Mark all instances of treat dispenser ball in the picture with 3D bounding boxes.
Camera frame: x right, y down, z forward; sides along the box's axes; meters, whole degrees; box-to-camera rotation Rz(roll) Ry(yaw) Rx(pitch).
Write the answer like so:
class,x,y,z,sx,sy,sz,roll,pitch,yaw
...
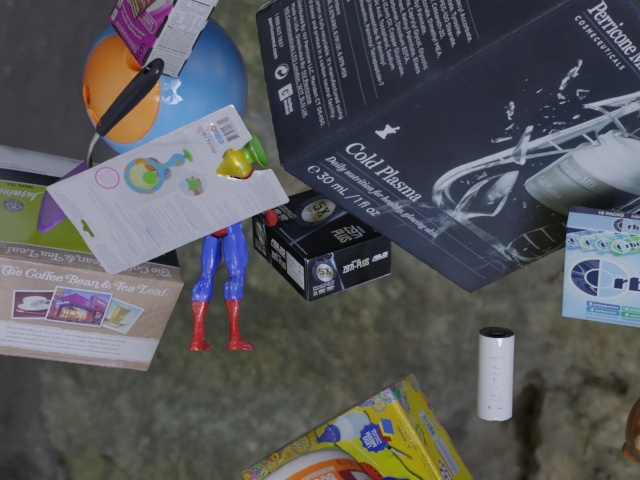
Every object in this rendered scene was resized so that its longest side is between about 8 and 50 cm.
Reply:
class,x,y,z,sx,sy,sz,roll,pitch,yaw
treat dispenser ball,-0.270,-0.269,2.225,0.288,0.288,0.288,15,90,-83

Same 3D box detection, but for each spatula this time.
class,x,y,z,sx,sy,sz,roll,pitch,yaw
spatula,-0.251,-0.108,1.445,0.296,0.030,0.084,-47,-150,40

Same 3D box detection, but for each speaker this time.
class,x,y,z,sx,sy,sz,roll,pitch,yaw
speaker,0.263,0.200,1.918,0.055,0.055,0.136,-55,145,-71

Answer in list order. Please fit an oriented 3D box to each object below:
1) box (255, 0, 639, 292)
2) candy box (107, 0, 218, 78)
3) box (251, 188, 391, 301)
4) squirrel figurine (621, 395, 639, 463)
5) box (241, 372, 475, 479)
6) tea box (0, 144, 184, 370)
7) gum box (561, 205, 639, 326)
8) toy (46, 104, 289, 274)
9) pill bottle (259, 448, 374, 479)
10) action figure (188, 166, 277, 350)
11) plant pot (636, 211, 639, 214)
class,x,y,z,sx,sy,sz,roll,pitch,yaw
box,0.249,-0.216,1.732,0.480,0.472,0.297,31,38,-45
candy box,-0.218,-0.384,1.906,0.233,0.071,0.159,-59,-137,21
box,0.000,0.000,1.937,0.180,0.147,0.077,43,-37,49
squirrel figurine,0.655,0.399,2.029,0.281,0.370,0.397,62,45,-81
box,0.083,0.407,1.993,0.279,0.290,0.177,-32,173,15
tea box,-0.445,0.029,2.237,0.323,0.329,0.220,-110,-143,-49
gum box,0.398,0.039,1.665,0.184,0.157,0.041,82,21,-47
toy,-0.169,-0.063,1.437,0.137,0.237,0.056,59,20,-30
pill bottle,0.064,0.463,1.564,0.224,0.392,0.224,-26,140,-24
action figure,-0.107,-0.003,1.596,0.139,0.091,0.280,13,76,-69
plant pot,0.545,-0.056,1.982,0.167,0.188,0.187,24,99,-48
